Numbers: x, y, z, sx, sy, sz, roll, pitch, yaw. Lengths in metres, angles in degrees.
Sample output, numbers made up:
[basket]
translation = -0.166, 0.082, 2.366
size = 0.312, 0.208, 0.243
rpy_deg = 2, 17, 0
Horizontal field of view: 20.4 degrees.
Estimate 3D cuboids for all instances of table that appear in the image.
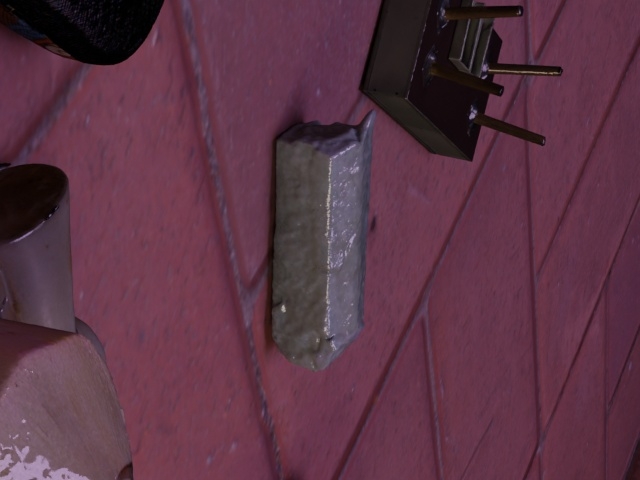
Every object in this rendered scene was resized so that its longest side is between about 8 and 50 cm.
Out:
[table]
translation = 0.133, -0.148, 1.546
size = 0.240, 0.111, 0.122
rpy_deg = 28, 74, -70

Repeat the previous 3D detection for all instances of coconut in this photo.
[coconut]
translation = -0.160, 0.105, 0.842
size = 0.147, 0.152, 0.147
rpy_deg = 14, 90, -72

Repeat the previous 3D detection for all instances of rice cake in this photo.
[rice cake]
translation = 0.000, 0.001, 1.346
size = 0.069, 0.063, 0.206
rpy_deg = -39, 137, -51

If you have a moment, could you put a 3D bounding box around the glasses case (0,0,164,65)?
[glasses case]
translation = -0.143, -0.175, 0.820
size = 0.321, 0.082, 0.122
rpy_deg = 38, 63, -69

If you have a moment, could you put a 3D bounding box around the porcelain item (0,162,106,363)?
[porcelain item]
translation = -0.152, 0.062, 0.981
size = 0.084, 0.054, 0.213
rpy_deg = -54, 149, -43
